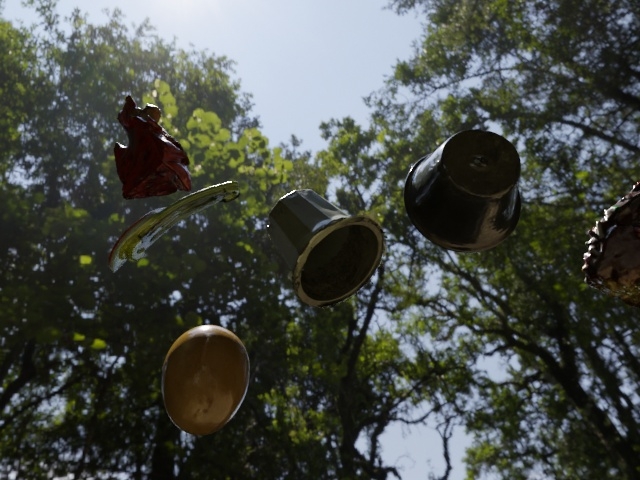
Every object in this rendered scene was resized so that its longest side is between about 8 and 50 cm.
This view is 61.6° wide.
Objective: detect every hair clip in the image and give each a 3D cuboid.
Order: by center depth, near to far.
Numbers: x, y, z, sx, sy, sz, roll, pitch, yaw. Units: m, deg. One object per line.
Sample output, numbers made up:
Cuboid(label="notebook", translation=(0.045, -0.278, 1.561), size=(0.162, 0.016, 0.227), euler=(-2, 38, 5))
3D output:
Cuboid(label="hair clip", translation=(-0.180, -0.028, 0.661), size=(0.188, 0.033, 0.060), euler=(-35, -10, -23))

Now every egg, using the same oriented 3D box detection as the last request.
Cuboid(label="egg", translation=(-0.329, 0.396, 1.543), size=(0.249, 0.323, 0.250), euler=(-1, -48, -1))

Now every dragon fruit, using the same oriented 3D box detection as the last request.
Cuboid(label="dragon fruit", translation=(-0.287, -0.153, 0.905), size=(0.122, 0.192, 0.092), euler=(-47, -29, 21))

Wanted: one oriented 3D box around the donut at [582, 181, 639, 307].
Cuboid(label="donut", translation=(0.373, 0.039, 0.496), size=(0.216, 0.230, 0.096), euler=(-44, -31, -1))

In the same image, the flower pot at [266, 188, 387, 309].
Cuboid(label="flower pot", translation=(0.000, 0.000, 1.430), size=(0.290, 0.259, 0.291), euler=(-19, -49, -23))

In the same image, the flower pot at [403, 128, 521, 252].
Cuboid(label="flower pot", translation=(0.279, -0.110, 1.002), size=(0.235, 0.235, 0.148), euler=(-15, -24, -6))
